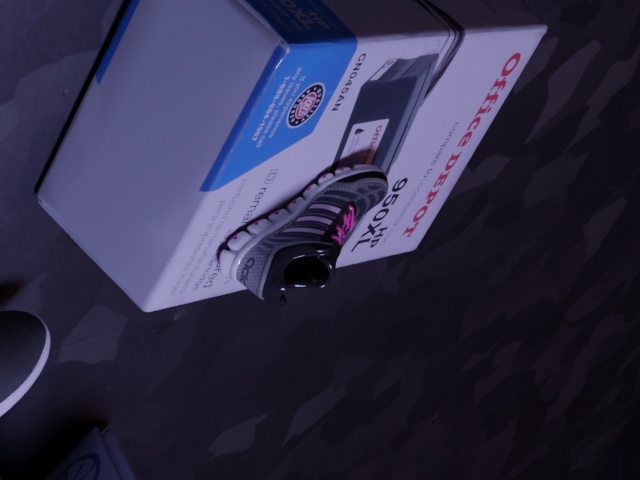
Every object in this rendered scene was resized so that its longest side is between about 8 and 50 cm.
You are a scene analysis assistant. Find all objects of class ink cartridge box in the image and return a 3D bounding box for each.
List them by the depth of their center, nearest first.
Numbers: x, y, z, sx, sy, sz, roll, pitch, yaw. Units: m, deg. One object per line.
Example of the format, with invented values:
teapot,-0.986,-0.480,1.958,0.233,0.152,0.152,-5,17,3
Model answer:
ink cartridge box,-0.015,-0.118,1.665,0.395,0.166,0.285,-12,140,-51

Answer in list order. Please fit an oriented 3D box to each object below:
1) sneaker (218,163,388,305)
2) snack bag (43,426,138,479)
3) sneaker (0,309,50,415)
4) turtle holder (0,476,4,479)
sneaker,0.000,0.000,1.577,0.170,0.075,0.063,-33,153,-24
snack bag,-0.282,0.366,1.847,0.323,0.342,0.037,-47,117,0
sneaker,-0.340,0.096,1.550,0.295,0.104,0.147,-20,150,-36
turtle holder,-0.373,0.352,1.734,0.320,0.243,0.227,-63,170,14
